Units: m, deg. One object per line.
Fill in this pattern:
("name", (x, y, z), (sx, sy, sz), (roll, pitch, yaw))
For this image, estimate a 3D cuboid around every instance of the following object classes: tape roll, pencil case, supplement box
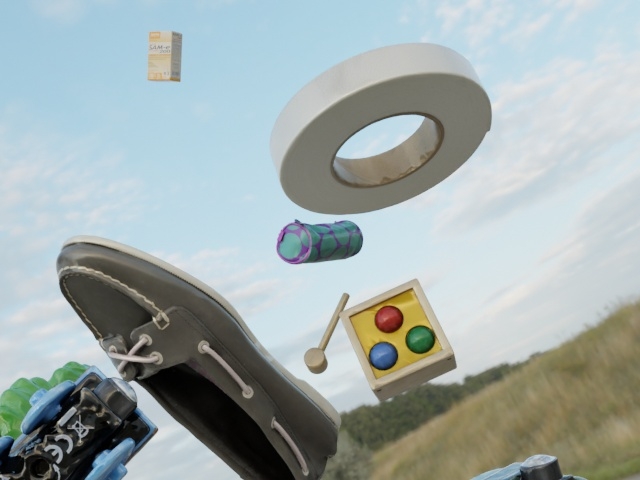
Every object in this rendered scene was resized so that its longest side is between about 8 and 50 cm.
("tape roll", (0.106, -0.180, 1.417), (0.392, 0.072, 0.392), (-14, -29, -8))
("pencil case", (0.000, 0.000, 1.237), (0.152, 0.070, 0.064), (-3, -52, -55))
("supplement box", (-0.315, -0.371, 1.650), (0.062, 0.098, 0.036), (6, 6, 29))

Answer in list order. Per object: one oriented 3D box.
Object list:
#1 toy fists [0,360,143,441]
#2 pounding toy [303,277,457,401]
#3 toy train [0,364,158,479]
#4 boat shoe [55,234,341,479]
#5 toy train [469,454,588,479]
("toy fists", (-0.398, 0.269, 1.260), (0.096, 0.142, 0.279), (-47, -10, 15))
("pounding toy", (0.067, 0.139, 1.201), (0.206, 0.181, 0.094), (-24, -26, 1))
("toy train", (-0.187, 0.163, 0.525), (0.184, 0.080, 0.105), (-47, -6, -15))
("boat shoe", (-0.105, 0.125, 0.728), (0.112, 0.095, 0.335), (-22, -54, 39))
("toy train", (0.308, 0.458, 1.112), (0.142, 0.334, 0.190), (-13, -4, -40))
